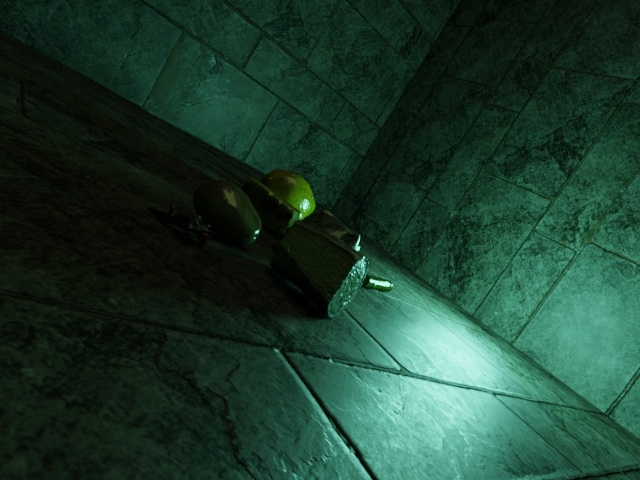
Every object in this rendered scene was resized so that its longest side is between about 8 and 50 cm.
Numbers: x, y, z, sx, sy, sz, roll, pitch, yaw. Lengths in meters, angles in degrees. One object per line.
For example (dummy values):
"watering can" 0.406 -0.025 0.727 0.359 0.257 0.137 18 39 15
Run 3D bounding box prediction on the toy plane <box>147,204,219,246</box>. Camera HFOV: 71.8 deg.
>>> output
"toy plane" -0.358 -0.050 1.148 0.189 0.061 0.130 31 9 -4

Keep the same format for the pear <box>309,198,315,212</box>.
"pear" -0.126 -0.229 2.681 0.187 0.187 0.220 30 7 -14

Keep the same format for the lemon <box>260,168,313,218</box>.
"lemon" -0.175 -0.214 2.129 0.310 0.258 0.258 33 5 -45

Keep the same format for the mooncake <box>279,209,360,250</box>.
"mooncake" 0.001 -0.004 1.631 0.250 0.136 0.254 -24 46 -31

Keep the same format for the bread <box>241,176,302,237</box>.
"bread" -0.225 -0.140 1.907 0.361 0.138 0.077 38 12 38

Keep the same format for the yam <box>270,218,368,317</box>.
"yam" -0.011 0.077 1.284 0.271 0.202 0.201 34 -13 26

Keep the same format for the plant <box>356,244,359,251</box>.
"plant" 0.068 0.049 1.828 0.142 0.164 0.256 34 20 14

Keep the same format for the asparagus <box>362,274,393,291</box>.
"asparagus" 0.247 0.190 1.981 0.067 0.060 0.277 48 16 29

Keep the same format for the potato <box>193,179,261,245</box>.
"potato" -0.279 -0.083 1.336 0.235 0.160 0.178 45 46 -3
